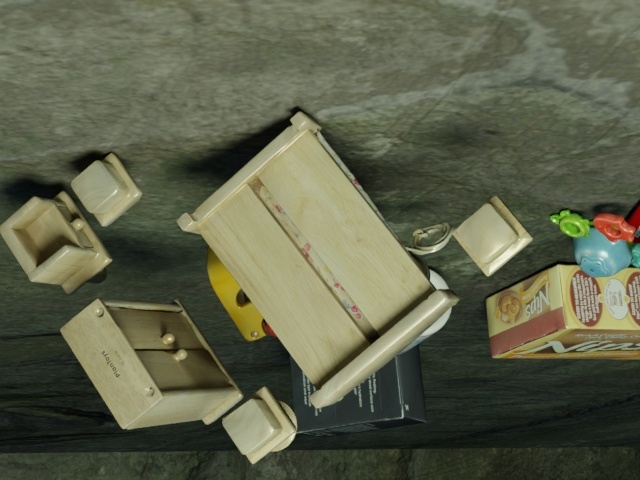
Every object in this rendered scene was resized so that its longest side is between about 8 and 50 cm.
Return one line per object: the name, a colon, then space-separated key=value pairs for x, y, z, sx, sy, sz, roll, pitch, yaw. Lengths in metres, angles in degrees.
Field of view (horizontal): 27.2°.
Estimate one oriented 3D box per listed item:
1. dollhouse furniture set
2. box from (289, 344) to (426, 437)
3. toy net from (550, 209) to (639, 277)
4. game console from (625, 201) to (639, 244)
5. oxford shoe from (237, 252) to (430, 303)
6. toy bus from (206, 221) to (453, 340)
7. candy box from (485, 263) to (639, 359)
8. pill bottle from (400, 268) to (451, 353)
dollhouse furniture set: x=-0.039 y=-0.001 z=1.140 sx=0.355 sy=0.303 sz=0.174 roll=-39 pitch=165 yaw=11
box: x=0.047 y=0.174 z=1.760 sx=0.158 sy=0.156 sz=0.093 roll=-11 pitch=163 yaw=23
toy net: x=0.358 y=0.010 z=1.366 sx=0.232 sy=0.045 sz=0.122 roll=11 pitch=144 yaw=35
game console: x=0.399 y=-0.026 z=1.420 sx=0.124 sy=0.085 sz=0.144 roll=26 pitch=165 yaw=7
oxford shoe: x=0.006 y=0.046 z=1.451 sx=0.227 sy=0.082 sz=0.096 roll=-7 pitch=159 yaw=6
toy bus: x=-0.010 y=0.008 z=1.261 sx=0.191 sy=0.202 sz=0.104 roll=6 pitch=135 yaw=47
candy box: x=0.396 y=0.097 z=1.703 sx=0.317 sy=0.087 sz=0.183 roll=3 pitch=162 yaw=-22
pill bottle: x=0.094 y=0.091 z=1.611 sx=0.087 sy=0.087 sz=0.160 roll=0 pitch=163 yaw=-15
